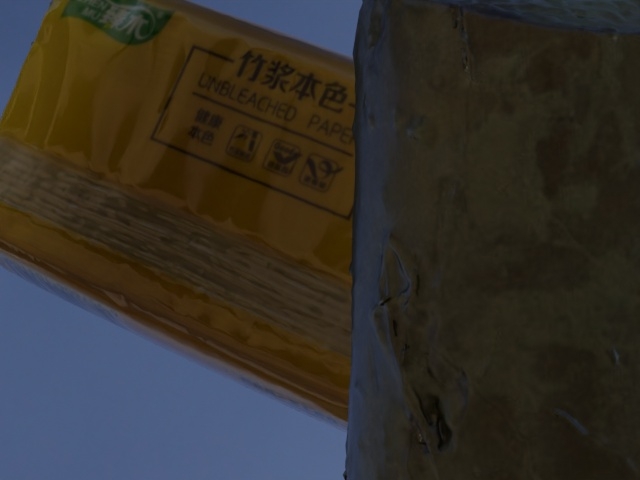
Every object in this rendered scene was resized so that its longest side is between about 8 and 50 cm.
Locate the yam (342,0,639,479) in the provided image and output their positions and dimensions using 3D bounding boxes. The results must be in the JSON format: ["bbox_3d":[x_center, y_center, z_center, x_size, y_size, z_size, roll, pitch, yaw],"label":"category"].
[{"bbox_3d":[0.085,0.030,0.469,0.161,0.161,0.268,5,-84,20],"label":"yam"}]

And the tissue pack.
[{"bbox_3d":[0.000,0.000,0.933,0.382,0.228,0.293,23,-7,23],"label":"tissue pack"}]
